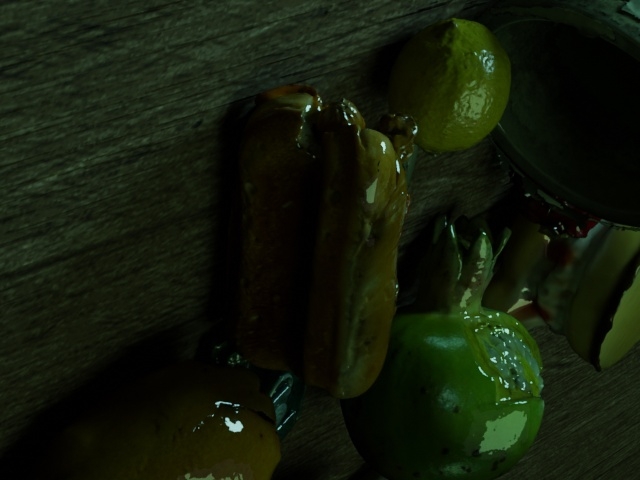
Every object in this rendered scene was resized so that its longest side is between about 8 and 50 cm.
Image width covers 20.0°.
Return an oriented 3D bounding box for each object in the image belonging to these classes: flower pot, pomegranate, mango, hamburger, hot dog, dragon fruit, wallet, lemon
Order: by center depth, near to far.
[{"bbox_3d":[0.000,0.000,1.567,0.117,0.158,0.349,-54,160,-37],"label":"hot dog"},{"bbox_3d":[-0.156,0.223,1.596,0.287,0.152,0.201,-40,123,-28],"label":"mango"},{"bbox_3d":[0.113,-0.135,1.599,0.109,0.109,0.133,-24,136,-44],"label":"lemon"},{"bbox_3d":[0.302,-0.185,1.702,0.259,0.290,0.290,-52,160,-27],"label":"flower pot"},{"bbox_3d":[-0.062,0.150,1.806,0.160,0.055,0.236,-38,154,-39],"label":"wallet"},{"bbox_3d":[0.278,-0.123,1.909,0.125,0.125,0.246,28,88,-53],"label":"dragon fruit"},{"bbox_3d":[0.132,0.122,1.934,0.236,0.236,0.302,-16,110,-51],"label":"pomegranate"},{"bbox_3d":[0.309,0.014,2.068,0.303,0.186,0.261,-59,158,0],"label":"hamburger"}]

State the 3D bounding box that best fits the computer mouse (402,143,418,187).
[{"bbox_3d":[0.042,-0.031,1.704,0.182,0.056,0.089,-55,160,13],"label":"computer mouse"}]

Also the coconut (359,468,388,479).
[{"bbox_3d":[0.125,0.387,2.312,0.202,0.202,0.222,-43,152,-12],"label":"coconut"}]
